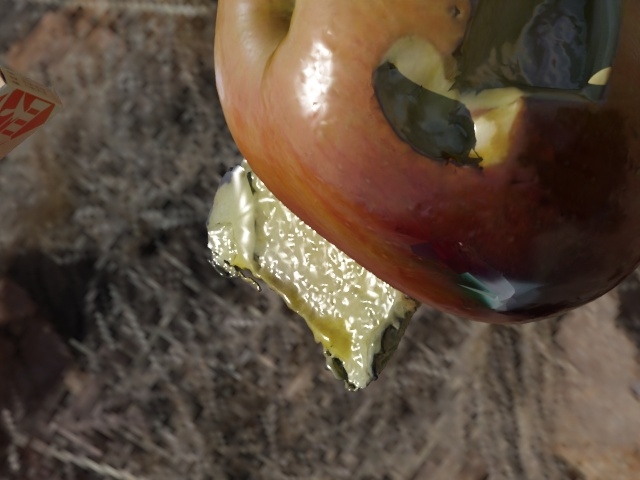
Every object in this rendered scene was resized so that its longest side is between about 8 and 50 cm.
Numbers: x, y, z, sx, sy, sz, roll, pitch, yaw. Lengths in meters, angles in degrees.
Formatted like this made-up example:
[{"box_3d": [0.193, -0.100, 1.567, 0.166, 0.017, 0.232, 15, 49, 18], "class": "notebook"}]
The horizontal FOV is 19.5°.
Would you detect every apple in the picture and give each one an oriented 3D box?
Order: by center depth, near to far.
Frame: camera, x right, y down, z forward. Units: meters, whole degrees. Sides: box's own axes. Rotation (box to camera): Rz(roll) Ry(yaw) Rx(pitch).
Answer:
[{"box_3d": [0.048, -0.066, 0.715, 0.199, 0.199, 0.199, -21, 51, 27], "class": "apple"}]

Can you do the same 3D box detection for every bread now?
[{"box_3d": [0.000, 0.000, 1.279, 0.140, 0.160, 0.169, -62, 4, 29], "class": "bread"}]

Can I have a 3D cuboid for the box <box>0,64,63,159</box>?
[{"box_3d": [-0.174, -0.047, 0.899, 0.093, 0.058, 0.015, -36, 71, 12], "class": "box"}]
